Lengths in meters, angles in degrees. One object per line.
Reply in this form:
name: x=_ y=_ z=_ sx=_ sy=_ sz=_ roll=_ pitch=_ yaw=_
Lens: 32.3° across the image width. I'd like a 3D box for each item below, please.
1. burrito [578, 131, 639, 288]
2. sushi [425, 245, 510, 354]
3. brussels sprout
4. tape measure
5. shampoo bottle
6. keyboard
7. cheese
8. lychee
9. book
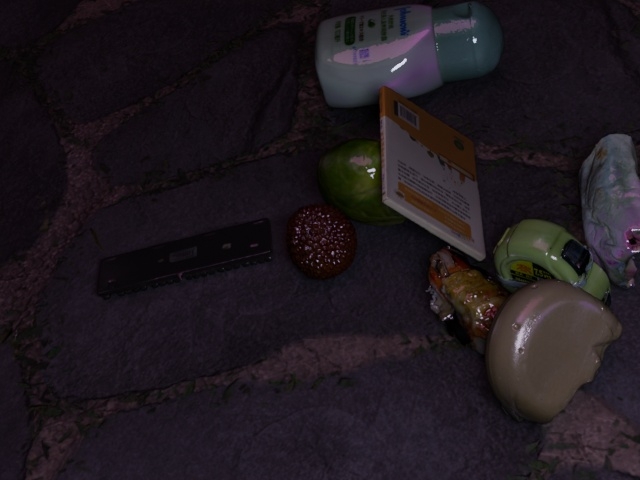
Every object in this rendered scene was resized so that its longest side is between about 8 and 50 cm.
burrito: x=0.450 y=-0.043 z=1.693 sx=0.089 sy=0.144 sz=0.229 roll=8 pitch=46 yaw=-8
sushi: x=0.225 y=0.099 z=1.672 sx=0.097 sy=0.103 sz=0.226 roll=-7 pitch=35 yaw=-31
brussels sprout: x=0.083 y=-0.098 z=1.855 sx=0.180 sy=0.162 sz=0.144 roll=-1 pitch=41 yaw=4
tape measure: x=0.337 y=0.037 z=1.657 sx=0.177 sy=0.154 sz=0.087 roll=13 pitch=55 yaw=34
shampoo bottle: x=0.171 y=-0.359 z=2.083 sx=0.349 sy=0.151 sz=0.222 roll=-7 pitch=43 yaw=11
keyboard: x=-0.236 y=0.036 z=1.933 sx=0.316 sy=0.027 sz=0.106 roll=-13 pitch=42 yaw=6
cheese: x=0.313 y=0.158 z=1.551 sx=0.203 sy=0.175 sz=0.091 roll=-59 pitch=13 yaw=-6
lychee: x=-0.002 y=-0.002 z=1.816 sx=0.123 sy=0.129 sz=0.123 roll=-40 pitch=26 yaw=23
book: x=0.183 y=-0.116 z=1.823 sx=0.020 sy=0.207 sz=0.295 roll=-43 pitch=29 yaw=34
